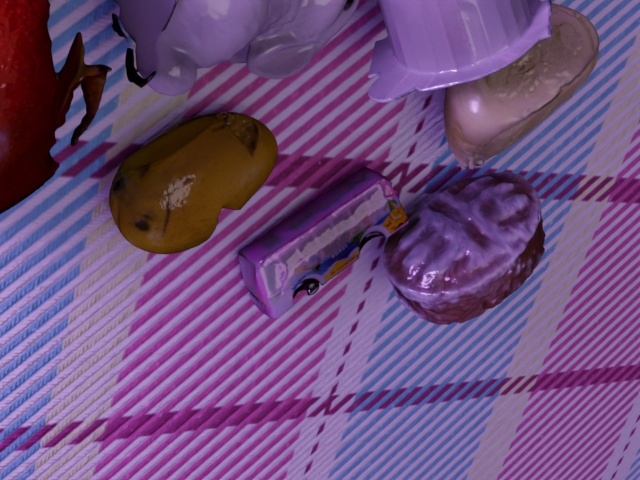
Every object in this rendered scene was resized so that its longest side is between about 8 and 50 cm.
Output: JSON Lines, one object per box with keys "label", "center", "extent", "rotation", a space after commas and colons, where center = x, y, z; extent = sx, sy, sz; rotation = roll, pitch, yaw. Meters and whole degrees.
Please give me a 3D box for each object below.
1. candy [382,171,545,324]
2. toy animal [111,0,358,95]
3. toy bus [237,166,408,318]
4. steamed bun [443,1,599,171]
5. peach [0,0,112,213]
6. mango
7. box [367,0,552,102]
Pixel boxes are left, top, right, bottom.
{"label": "candy", "center": [0.241, 0.014, 1.849], "extent": [0.289, 0.214, 0.157], "rotation": [-37, 139, -14]}
{"label": "toy animal", "center": [-0.094, -0.305, 1.424], "extent": [0.357, 0.194, 0.258], "rotation": [1, 105, -47]}
{"label": "toy bus", "center": [0.000, 0.000, 1.738], "extent": [0.274, 0.090, 0.112], "rotation": [-35, 126, -16]}
{"label": "steamed bun", "center": [0.291, -0.251, 1.748], "extent": [0.273, 0.166, 0.232], "rotation": [-39, 174, -4]}
{"label": "peach", "center": [-0.420, -0.165, 1.110], "extent": [0.310, 0.406, 0.335], "rotation": [-26, 91, -30]}
{"label": "mango", "center": [-0.168, -0.084, 1.528], "extent": [0.262, 0.130, 0.167], "rotation": [-39, 136, -20]}
{"label": "box", "center": [0.149, -0.352, 1.533], "extent": [0.291, 0.262, 0.206], "rotation": [-34, 126, -15]}
